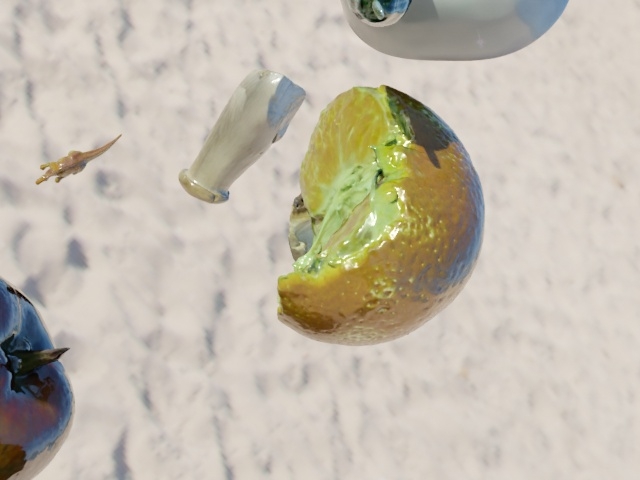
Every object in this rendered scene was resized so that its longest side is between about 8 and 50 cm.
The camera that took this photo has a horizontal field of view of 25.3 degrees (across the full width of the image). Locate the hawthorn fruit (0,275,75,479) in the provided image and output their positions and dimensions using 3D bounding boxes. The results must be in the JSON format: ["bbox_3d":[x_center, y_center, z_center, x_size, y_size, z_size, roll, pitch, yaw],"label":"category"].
[{"bbox_3d":[-0.373,0.149,1.412,0.267,0.300,0.268,-9,90,-69],"label":"hawthorn fruit"}]

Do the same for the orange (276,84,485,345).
[{"bbox_3d":[0.052,-0.009,1.208,0.158,0.179,0.237,32,39,-19],"label":"orange"}]

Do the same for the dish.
[{"bbox_3d":[0.120,-0.298,1.341,0.256,0.256,0.117,60,5,27],"label":"dish"}]

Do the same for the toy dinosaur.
[{"bbox_3d":[-0.262,-0.085,1.533,0.113,0.041,0.026,-31,100,-34],"label":"toy dinosaur"}]

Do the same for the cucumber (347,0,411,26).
[{"bbox_3d":[0.050,-0.214,1.140,0.056,0.056,0.250,43,25,-16],"label":"cucumber"}]

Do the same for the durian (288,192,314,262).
[{"bbox_3d":[0.007,0.003,1.338,0.066,0.052,0.130,-65,145,-34],"label":"durian"}]

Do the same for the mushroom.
[{"bbox_3d":[-0.110,-0.158,2.073,0.096,0.247,0.108,24,31,-29],"label":"mushroom"}]
